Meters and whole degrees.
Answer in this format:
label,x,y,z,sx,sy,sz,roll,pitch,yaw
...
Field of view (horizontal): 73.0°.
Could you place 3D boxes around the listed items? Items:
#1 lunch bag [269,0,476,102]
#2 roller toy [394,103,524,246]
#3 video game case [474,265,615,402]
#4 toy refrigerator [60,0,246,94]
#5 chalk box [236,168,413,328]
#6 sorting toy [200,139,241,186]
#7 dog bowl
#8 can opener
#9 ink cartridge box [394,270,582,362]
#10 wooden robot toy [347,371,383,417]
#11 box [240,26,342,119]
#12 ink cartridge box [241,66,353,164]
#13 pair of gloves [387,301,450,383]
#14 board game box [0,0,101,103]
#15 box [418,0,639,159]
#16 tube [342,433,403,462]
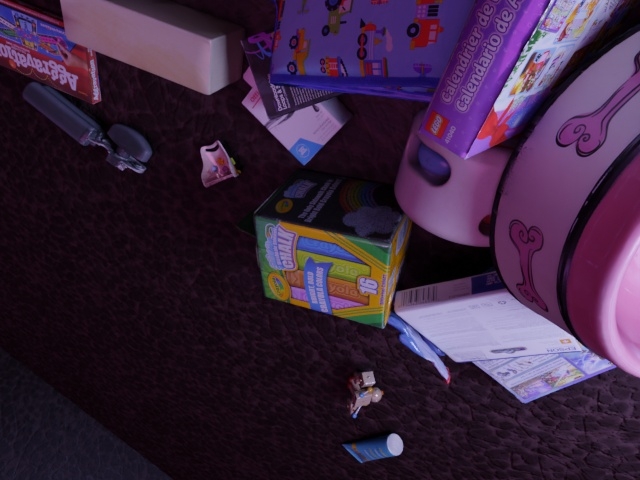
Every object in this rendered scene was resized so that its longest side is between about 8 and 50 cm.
label,x,y,z,sx,sy,sz,roll,pitch,yaw
lunch bag,0.052,-0.290,0.510,0.294,0.138,0.220,15,104,25
roller toy,0.207,-0.098,0.570,0.210,0.191,0.146,20,129,12
video game case,0.371,0.148,0.756,0.244,0.061,0.269,39,131,-2
toy refrigerator,-0.266,-0.329,0.697,0.270,0.102,0.094,24,131,8
chalk box,0.000,0.000,0.755,0.289,0.180,0.179,13,128,19
sorting toy,-0.197,-0.152,0.834,0.083,0.045,0.075,-12,110,33
dog bowl,0.403,-0.022,0.442,0.409,0.150,0.407,-4,122,-7
can opener,-0.473,-0.237,0.900,0.281,0.074,0.093,35,97,-2
ink cartridge box,0.272,0.129,0.702,0.224,0.045,0.224,-18,136,35
wooden robot toy,0.115,0.363,1.054,0.079,0.076,0.173,-2,131,-15
box,-0.018,-0.254,0.618,0.162,0.029,0.115,-18,102,5
ink cartridge box,-0.050,-0.224,0.693,0.180,0.060,0.104,44,130,-8
pair of gloves,0.177,0.171,0.795,0.023,0.198,0.159,-42,89,14
board game box,-0.563,-0.387,0.851,0.282,0.027,0.145,24,132,9
box,0.229,-0.206,0.416,0.057,0.293,0.200,41,135,24
tube,0.143,0.575,1.195,0.080,0.052,0.207,47,137,1
